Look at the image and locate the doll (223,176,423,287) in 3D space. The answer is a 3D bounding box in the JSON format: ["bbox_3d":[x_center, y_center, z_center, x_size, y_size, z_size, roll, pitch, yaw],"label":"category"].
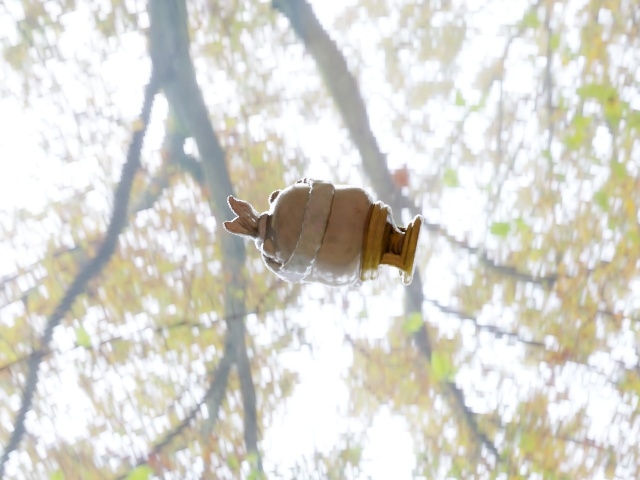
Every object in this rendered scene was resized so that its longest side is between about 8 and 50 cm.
[{"bbox_3d":[0.000,0.000,1.149,0.127,0.084,0.073,11,-118,5],"label":"doll"}]
